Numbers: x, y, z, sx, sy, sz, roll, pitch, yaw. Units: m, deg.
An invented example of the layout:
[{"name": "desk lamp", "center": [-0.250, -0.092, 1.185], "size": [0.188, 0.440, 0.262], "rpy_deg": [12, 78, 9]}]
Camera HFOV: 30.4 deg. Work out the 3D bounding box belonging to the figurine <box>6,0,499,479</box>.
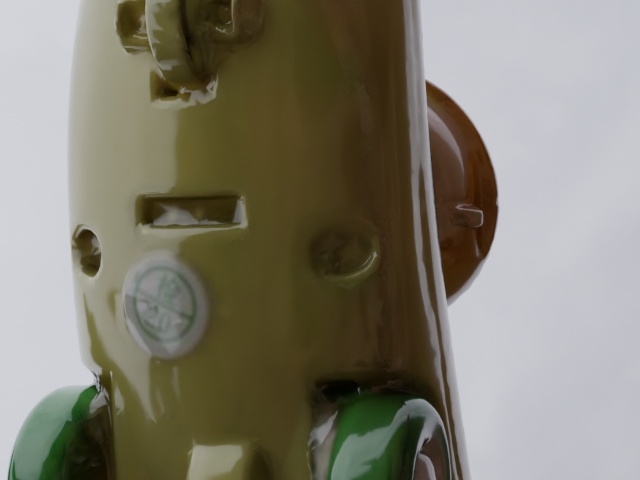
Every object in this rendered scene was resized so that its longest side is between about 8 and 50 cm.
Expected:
[{"name": "figurine", "center": [0.000, 0.000, 0.416], "size": [0.222, 0.124, 0.324], "rpy_deg": [-13, -79, -68]}]
